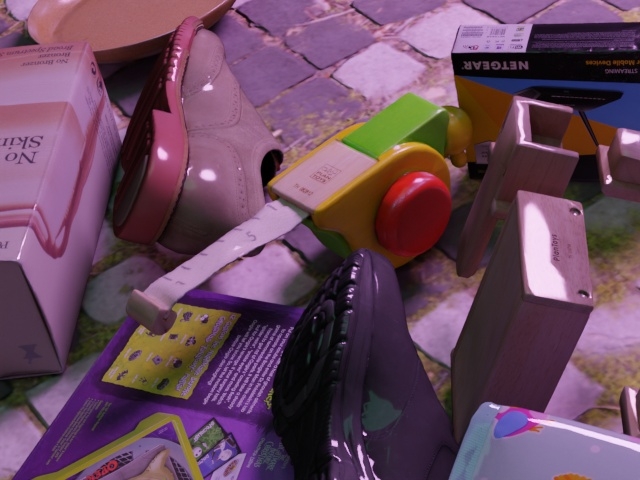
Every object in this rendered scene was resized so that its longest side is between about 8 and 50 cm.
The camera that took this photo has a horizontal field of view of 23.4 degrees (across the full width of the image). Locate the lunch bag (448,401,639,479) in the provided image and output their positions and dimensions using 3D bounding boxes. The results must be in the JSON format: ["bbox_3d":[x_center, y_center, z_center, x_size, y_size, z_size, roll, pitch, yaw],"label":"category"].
[{"bbox_3d":[0.140,0.234,0.729,0.223,0.160,0.262,14,59,23],"label":"lunch bag"}]

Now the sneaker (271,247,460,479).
[{"bbox_3d":[0.040,0.137,1.031,0.130,0.109,0.286,17,53,-21],"label":"sneaker"}]

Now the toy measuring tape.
[{"bbox_3d":[0.000,0.000,1.209,0.330,0.121,0.121,-37,45,-23],"label":"toy measuring tape"}]

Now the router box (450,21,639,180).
[{"bbox_3d":[0.204,-0.112,1.261,0.179,0.133,0.046,1,42,18],"label":"router box"}]

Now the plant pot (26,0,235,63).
[{"bbox_3d":[-0.184,-0.243,1.589,0.236,0.032,0.236,-11,35,7],"label":"plant pot"}]

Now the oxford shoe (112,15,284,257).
[{"bbox_3d":[-0.101,-0.085,1.364,0.130,0.123,0.348,21,32,-13],"label":"oxford shoe"}]

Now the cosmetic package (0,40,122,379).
[{"bbox_3d":[-0.274,-0.030,1.307,0.153,0.129,0.296,-6,41,8],"label":"cosmetic package"}]

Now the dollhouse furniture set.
[{"bbox_3d":[0.282,0.083,1.076,0.355,0.174,0.303,11,42,-7],"label":"dollhouse furniture set"}]

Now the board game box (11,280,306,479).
[{"bbox_3d":[-0.109,0.174,1.090,0.208,0.056,0.347,6,44,28],"label":"board game box"}]
